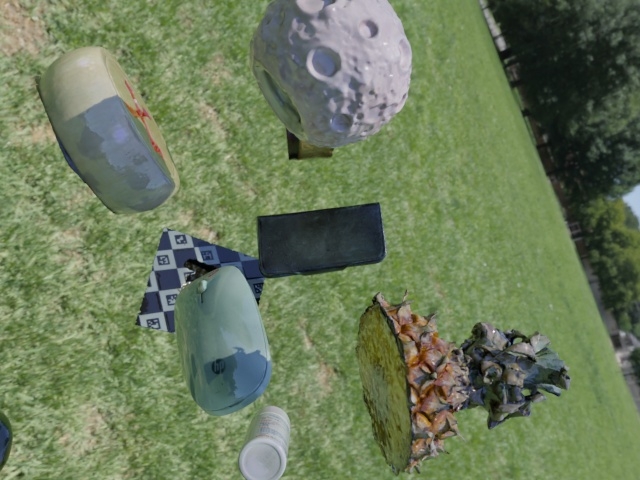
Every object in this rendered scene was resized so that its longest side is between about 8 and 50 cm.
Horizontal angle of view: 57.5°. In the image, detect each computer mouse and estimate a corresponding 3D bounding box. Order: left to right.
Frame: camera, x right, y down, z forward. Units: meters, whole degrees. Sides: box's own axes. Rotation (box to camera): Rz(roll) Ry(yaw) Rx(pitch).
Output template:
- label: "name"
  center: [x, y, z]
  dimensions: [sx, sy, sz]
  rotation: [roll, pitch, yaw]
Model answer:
- label: "computer mouse"
  center: [-0.181, 0.165, 1.022]
  dimensions: [0.288, 0.160, 0.097]
  rotation: [66, 7, 33]

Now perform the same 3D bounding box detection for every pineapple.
- label: "pineapple"
  center: [0.213, 0.186, 0.840]
  dimensions: [0.262, 0.272, 0.262]
  rotation: [174, -90, -79]

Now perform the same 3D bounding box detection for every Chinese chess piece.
- label: "Chinese chess piece"
  center: [-0.414, -0.214, 1.166]
  dimensions: [0.337, 0.141, 0.338]
  rotation: [62, -2, 3]

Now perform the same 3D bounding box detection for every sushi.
- label: "sushi"
  center: [-0.302, 0.136, 1.492]
  dimensions: [0.292, 0.059, 0.293]
  rotation: [18, 51, -12]

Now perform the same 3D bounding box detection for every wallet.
- label: "wallet"
  center: [0.000, 0.000, 1.447]
  dimensions: [0.045, 0.318, 0.172]
  rotation: [67, 16, -68]

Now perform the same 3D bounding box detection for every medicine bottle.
- label: "medicine bottle"
  center: [-0.154, 0.577, 1.691]
  dimensions: [0.341, 0.130, 0.130]
  rotation: [-110, 180, -89]

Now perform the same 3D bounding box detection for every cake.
- label: "cake"
  center: [0.006, -0.270, 1.269]
  dimensions: [0.207, 0.178, 0.185]
  rotation: [-96, -178, -66]

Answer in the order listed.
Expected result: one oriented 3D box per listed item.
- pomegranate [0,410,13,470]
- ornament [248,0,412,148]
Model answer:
- label: "pomegranate"
  center: [-0.745, 0.410, 1.192]
  dimensions: [0.187, 0.225, 0.186]
  rotation: [-21, 119, -42]
- label: "ornament"
  center: [0.022, -0.279, 0.909]
  dimensions: [0.259, 0.225, 0.259]
  rotation: [52, -9, 12]
